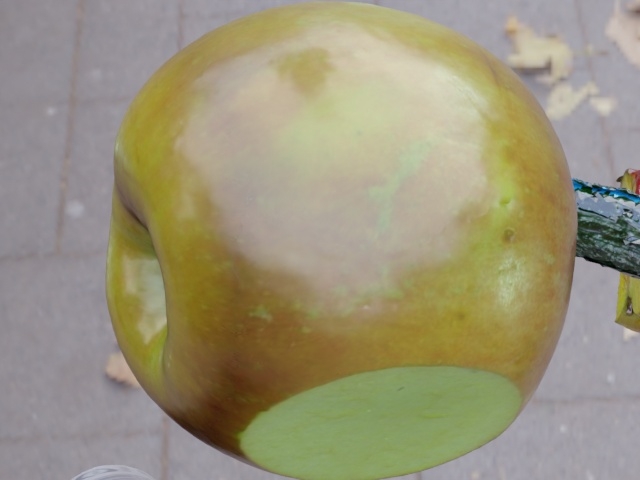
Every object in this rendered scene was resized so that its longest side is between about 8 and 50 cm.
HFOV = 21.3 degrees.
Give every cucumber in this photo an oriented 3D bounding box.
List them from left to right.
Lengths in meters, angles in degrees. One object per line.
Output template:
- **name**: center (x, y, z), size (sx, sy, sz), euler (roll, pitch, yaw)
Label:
- **cucumber**: center (0.211, 0.015, 0.814), size (0.256, 0.044, 0.043), euler (19, 55, 18)

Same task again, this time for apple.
- **apple**: center (0.000, 0.000, 0.389), size (0.102, 0.114, 0.099), euler (2, 61, -25)

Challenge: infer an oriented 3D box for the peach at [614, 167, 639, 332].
- **peach**: center (0.277, 0.006, 1.258), size (0.118, 0.151, 0.151), euler (-1, 48, 11)

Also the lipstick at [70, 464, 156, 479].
- **lipstick**: center (-0.045, 0.079, 0.413), size (0.040, 0.141, 0.040), euler (0, 88, -12)
